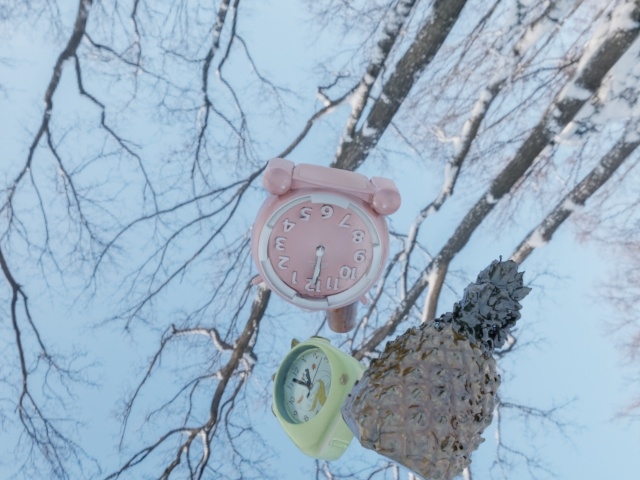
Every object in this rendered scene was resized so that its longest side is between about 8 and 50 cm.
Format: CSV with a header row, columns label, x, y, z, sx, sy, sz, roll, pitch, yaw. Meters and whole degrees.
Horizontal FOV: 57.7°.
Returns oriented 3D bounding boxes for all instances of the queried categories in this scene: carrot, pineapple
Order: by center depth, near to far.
label,x,y,z,sx,sy,sz,roll,pitch,yaw
pineapple,0.190,0.178,0.875,0.202,0.202,0.362,34,-107,3
carrot,0.045,0.099,1.154,0.087,0.194,0.087,4,-150,-3

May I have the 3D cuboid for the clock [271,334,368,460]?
label,x,y,z,sx,sy,sz,roll,pitch,yaw
clock,-0.012,0.424,1.666,0.117,0.286,0.348,29,-178,-39

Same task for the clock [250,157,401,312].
label,x,y,z,sx,sy,sz,roll,pitch,yaw
clock,0.000,0.000,0.952,0.227,0.242,0.142,10,-162,-3
